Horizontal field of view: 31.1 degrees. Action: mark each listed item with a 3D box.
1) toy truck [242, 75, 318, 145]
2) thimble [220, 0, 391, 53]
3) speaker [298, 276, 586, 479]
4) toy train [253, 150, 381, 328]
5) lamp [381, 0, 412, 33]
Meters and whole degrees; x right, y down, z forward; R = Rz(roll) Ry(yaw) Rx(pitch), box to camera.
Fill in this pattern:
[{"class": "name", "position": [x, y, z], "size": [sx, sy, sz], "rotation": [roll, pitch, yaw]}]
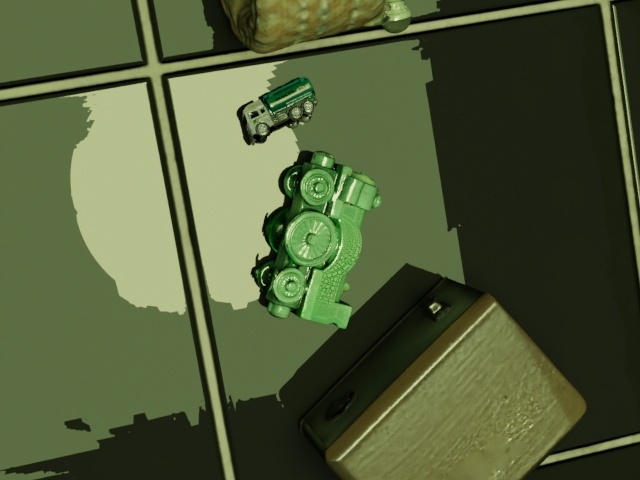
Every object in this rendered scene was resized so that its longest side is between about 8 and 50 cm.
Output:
[{"class": "toy truck", "position": [-0.042, -0.134, 1.188], "size": [0.083, 0.039, 0.044], "rotation": [-27, 83, -10]}, {"class": "thimble", "position": [-0.026, -0.295, 1.084], "size": [0.148, 0.196, 0.229], "rotation": [-18, 138, -14]}, {"class": "speaker", "position": [0.122, 0.181, 1.190], "size": [0.231, 0.153, 0.192], "rotation": [-45, 102, -5]}, {"class": "toy train", "position": [0.000, 0.000, 1.192], "size": [0.104, 0.071, 0.178], "rotation": [16, 93, -20]}, {"class": "lamp", "position": [0.071, -0.294, 1.181], "size": [0.091, 0.091, 0.163], "rotation": [-12, 114, -11]}]
